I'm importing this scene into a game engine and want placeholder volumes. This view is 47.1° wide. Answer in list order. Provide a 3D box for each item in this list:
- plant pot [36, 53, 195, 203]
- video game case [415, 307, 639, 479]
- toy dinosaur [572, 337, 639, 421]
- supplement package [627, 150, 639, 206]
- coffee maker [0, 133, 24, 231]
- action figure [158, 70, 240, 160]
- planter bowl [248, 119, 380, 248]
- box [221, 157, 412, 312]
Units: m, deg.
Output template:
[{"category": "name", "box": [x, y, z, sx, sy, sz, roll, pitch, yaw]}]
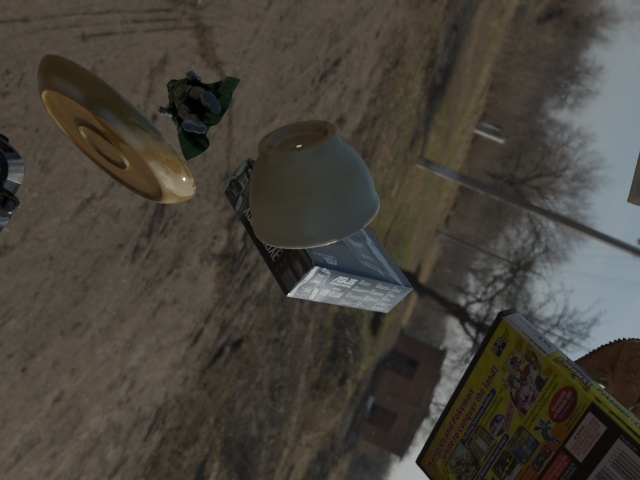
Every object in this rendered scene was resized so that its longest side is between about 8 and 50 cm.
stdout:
[{"category": "plant pot", "box": [-0.251, -0.121, 0.881, 0.032, 0.236, 0.236, -53, 167, -19]}, {"category": "video game case", "box": [0.249, 0.262, 0.866, 0.035, 0.248, 0.275, -8, 131, -39]}, {"category": "toy dinosaur", "box": [0.436, 0.184, 0.923, 0.127, 0.295, 0.200, 0, 113, -52]}, {"category": "supplement package", "box": [0.324, -0.101, 0.549, 0.105, 0.105, 0.179, -2, 108, -31]}, {"category": "coffee maker", "box": [-0.368, -0.039, 0.685, 0.171, 0.120, 0.178, -35, -173, -9]}, {"category": "action figure", "box": [-0.201, -0.214, 1.127, 0.137, 0.063, 0.232, -52, -151, 3]}, {"category": "planter bowl", "box": [-0.017, -0.078, 0.887, 0.162, 0.162, 0.109, -56, 139, -49]}, {"category": "box", "box": [0.000, 0.000, 1.274, 0.076, 0.242, 0.307, -46, 147, 20]}]
